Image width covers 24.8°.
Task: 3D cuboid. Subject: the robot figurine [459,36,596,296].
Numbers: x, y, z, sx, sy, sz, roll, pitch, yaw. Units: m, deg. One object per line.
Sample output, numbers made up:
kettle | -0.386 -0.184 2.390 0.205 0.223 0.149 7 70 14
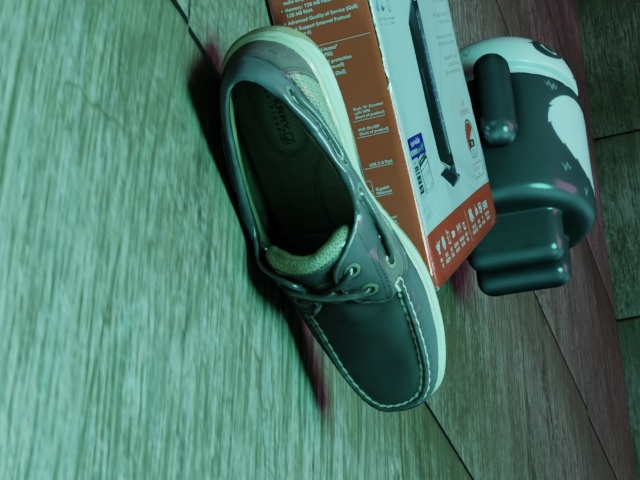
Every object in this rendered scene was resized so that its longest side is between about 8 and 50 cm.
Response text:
robot figurine | 0.203 -0.084 1.545 0.209 0.173 0.278 131 -37 -53

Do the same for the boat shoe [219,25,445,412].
boat shoe | 0.000 0.000 0.970 0.285 0.102 0.092 69 24 -17

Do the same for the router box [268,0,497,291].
router box | 0.061 -0.124 1.270 0.335 0.082 0.301 -35 113 -72
